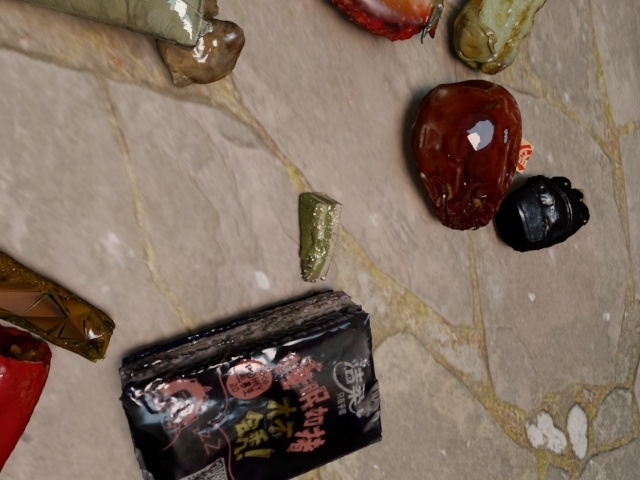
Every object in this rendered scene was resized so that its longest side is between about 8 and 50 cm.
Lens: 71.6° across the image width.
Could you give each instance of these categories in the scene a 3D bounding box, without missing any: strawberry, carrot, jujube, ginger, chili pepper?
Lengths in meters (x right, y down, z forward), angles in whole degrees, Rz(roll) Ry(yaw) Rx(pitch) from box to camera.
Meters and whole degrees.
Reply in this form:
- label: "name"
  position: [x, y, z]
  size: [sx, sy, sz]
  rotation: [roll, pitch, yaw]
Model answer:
- label: "strawberry"
  position: [0.062, -0.347, 0.593]
  size: [0.228, 0.098, 0.174]
  rotation: [-9, 102, -21]
- label: "carrot"
  position: [-0.335, 0.061, 0.489]
  size: [0.229, 0.069, 0.069]
  rotation: [39, 81, -27]
- label: "jujube"
  position: [0.222, -0.125, 0.688]
  size: [0.168, 0.168, 0.236]
  rotation: [-23, 123, -21]
- label: "ginger"
  position: [-0.155, -0.282, 0.501]
  size: [0.104, 0.080, 0.204]
  rotation: [-16, 101, 10]
- label: "chili pepper"
  position: [-0.407, 0.250, 0.442]
  size: [0.131, 0.135, 0.338]
  rotation: [40, 76, -49]

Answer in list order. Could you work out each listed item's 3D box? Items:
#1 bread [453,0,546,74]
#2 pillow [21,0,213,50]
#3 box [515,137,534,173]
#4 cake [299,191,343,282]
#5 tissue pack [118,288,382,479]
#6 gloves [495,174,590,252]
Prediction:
- label: "bread"
  position: [0.286, -0.375, 0.708]
  size: [0.128, 0.088, 0.232]
  rotation: [38, 75, -36]
- label: "pillow"
  position: [-0.232, -0.305, 0.420]
  size: [0.302, 0.075, 0.184]
  rotation: [14, 94, 0]
- label: "box"
  position: [0.348, -0.166, 0.810]
  size: [0.093, 0.015, 0.058]
  rotation: [24, 90, -27]
- label: "cake"
  position: [0.000, 0.000, 0.648]
  size: [0.051, 0.055, 0.140]
  rotation: [-8, 104, -31]
- label: "tissue pack"
  position: [-0.079, 0.226, 0.614]
  size: [0.332, 0.123, 0.245]
  rotation: [-15, 111, -20]
- label: "gloves"
  position: [0.421, -0.059, 0.818]
  size: [0.203, 0.124, 0.164]
  rotation: [-25, 128, -12]
